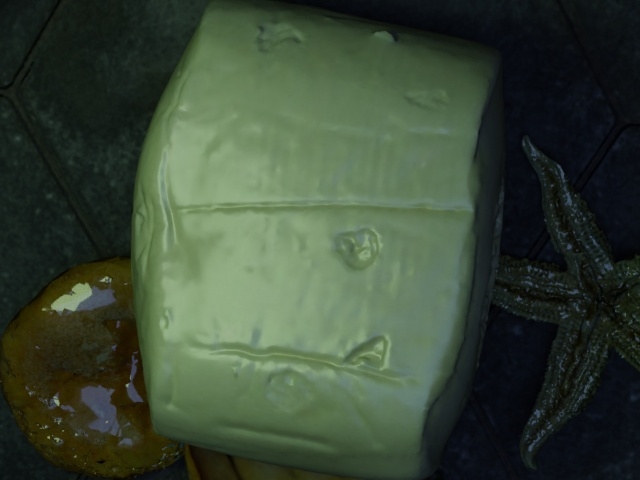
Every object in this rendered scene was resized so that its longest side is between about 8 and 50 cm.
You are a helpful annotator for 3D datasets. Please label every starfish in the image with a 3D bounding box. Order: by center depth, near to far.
[{"bbox_3d":[0.302,0.052,1.996,0.347,0.078,0.358,-13,91,22],"label":"starfish"}]

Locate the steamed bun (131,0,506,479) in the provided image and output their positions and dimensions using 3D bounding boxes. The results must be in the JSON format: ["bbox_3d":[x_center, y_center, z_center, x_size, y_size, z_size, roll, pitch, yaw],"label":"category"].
[{"bbox_3d":[0.000,0.000,1.891,0.371,0.290,0.456,10,89,10],"label":"steamed bun"}]

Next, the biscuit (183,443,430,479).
[{"bbox_3d":[-0.035,0.231,1.975,0.213,0.091,0.274,-30,60,-23],"label":"biscuit"}]

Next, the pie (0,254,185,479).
[{"bbox_3d":[-0.229,0.143,2.058,0.273,0.069,0.273,0,109,1],"label":"pie"}]

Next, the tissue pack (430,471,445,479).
[{"bbox_3d":[-0.007,0.450,2.098,0.288,0.124,0.394,4,105,2],"label":"tissue pack"}]
